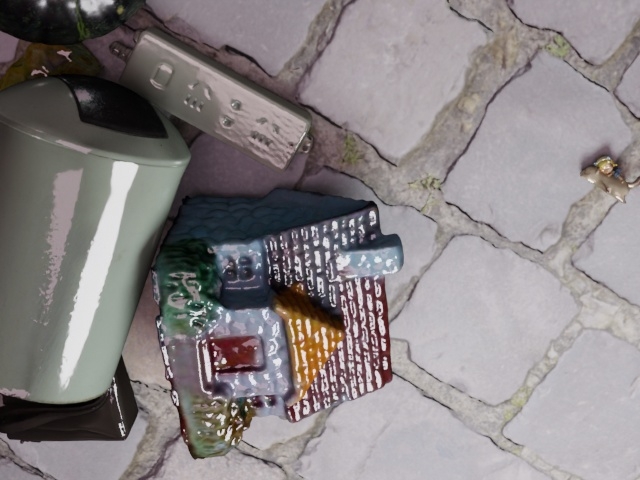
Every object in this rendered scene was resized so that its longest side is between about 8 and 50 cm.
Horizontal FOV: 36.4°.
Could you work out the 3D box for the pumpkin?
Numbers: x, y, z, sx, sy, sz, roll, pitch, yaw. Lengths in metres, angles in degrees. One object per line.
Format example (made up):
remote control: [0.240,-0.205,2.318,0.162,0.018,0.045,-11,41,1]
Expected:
pumpkin: [-0.362,-0.425,1.302,0.323,0.241,0.323,-3,109,-10]

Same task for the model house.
model house: [-0.038,0.125,1.457,0.339,0.297,0.360,-5,113,5]

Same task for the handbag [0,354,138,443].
handbag: [-0.454,0.213,1.634,0.257,0.113,0.285,-8,110,15]

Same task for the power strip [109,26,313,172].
power strip: [-0.164,-0.215,1.462,0.338,0.058,0.098,29,112,-5]

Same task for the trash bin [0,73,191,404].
trash bin: [-0.358,-0.017,1.372,0.280,0.280,0.432,18,103,-1]

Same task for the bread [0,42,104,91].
bread: [-0.452,-0.208,1.479,0.269,0.098,0.087,-40,60,18]

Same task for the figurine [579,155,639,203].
figurine: [0.436,-0.095,1.461,0.083,0.047,0.050,33,96,0]
